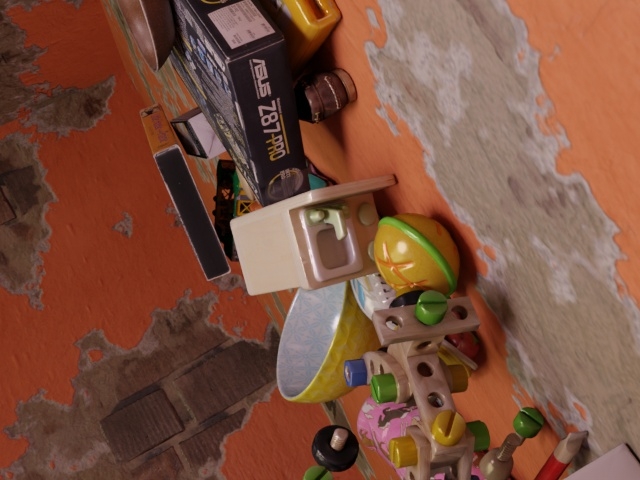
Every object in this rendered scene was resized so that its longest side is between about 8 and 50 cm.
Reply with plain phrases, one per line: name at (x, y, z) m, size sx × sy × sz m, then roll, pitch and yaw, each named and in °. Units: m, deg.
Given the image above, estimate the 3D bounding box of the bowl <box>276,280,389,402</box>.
bowl at (0.048, 0.174, 1.472) m, size 0.156 × 0.289 × 0.289 m, roll 20°, pitch 180°, yaw -17°

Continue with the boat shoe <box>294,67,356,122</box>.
boat shoe at (-0.013, -0.207, 1.164) m, size 0.073 × 0.073 × 0.207 m, roll 61°, pitch 170°, yaw -7°

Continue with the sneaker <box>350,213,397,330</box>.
sneaker at (0.091, 0.050, 1.261) m, size 0.228 × 0.087 × 0.092 m, roll 61°, pitch 166°, yaw -5°

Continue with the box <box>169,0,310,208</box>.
box at (-0.155, -0.283, 1.212) m, size 0.395 × 0.097 × 0.318 m, roll 56°, pitch 164°, yaw 33°

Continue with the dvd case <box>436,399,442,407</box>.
dvd case at (0.199, 0.241, 1.405) m, size 0.087 × 0.013 × 0.119 m, roll 53°, pitch 166°, yaw 38°

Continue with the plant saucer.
plant saucer at (-0.282, -0.404, 1.175) m, size 0.310 × 0.050 × 0.310 m, roll 61°, pitch 167°, yaw 24°

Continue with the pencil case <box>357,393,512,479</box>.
pencil case at (0.206, 0.398, 1.391) m, size 0.160 × 0.167 × 0.386 m, roll 26°, pitch -170°, yaw -32°

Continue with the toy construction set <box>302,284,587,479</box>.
toy construction set at (0.162, 0.191, 0.948) m, size 0.257 × 0.309 × 0.237 m, roll -75°, pitch 0°, yaw -47°

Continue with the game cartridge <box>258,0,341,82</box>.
game cartridge at (-0.096, -0.375, 1.139) m, size 0.285 × 0.053 × 0.324 m, roll 61°, pitch 164°, yaw -1°

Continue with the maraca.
maraca at (0.127, 0.031, 1.036) m, size 0.127 × 0.099 × 0.185 m, roll 41°, pitch 168°, yaw 29°

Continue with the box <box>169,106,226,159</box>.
box at (-0.204, -0.248, 1.652) m, size 0.087 × 0.169 × 0.290 m, roll 64°, pitch 167°, yaw -16°

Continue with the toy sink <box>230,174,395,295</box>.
toy sink at (0.000, 0.000, 1.155) m, size 0.234 × 0.153 × 0.131 m, roll -16°, pitch 89°, yaw 54°

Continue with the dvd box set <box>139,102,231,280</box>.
dvd box set at (-0.314, -0.124, 1.805) m, size 0.420 × 0.062 × 0.307 m, roll -127°, pitch 16°, yaw -63°

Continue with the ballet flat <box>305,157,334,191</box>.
ballet flat at (-0.026, -0.100, 1.472) m, size 0.079 × 0.077 × 0.221 m, roll 54°, pitch 173°, yaw -36°

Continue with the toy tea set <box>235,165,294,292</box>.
toy tea set at (-0.049, -0.025, 1.523) m, size 0.200 × 0.124 × 0.336 m, roll 77°, pitch 169°, yaw -52°

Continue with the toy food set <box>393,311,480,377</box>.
toy food set at (0.179, 0.139, 1.159) m, size 0.128 × 0.071 × 0.218 m, roll 36°, pitch 165°, yaw 8°

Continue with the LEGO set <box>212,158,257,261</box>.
LEGO set at (-0.127, -0.070, 1.833) m, size 0.331 × 0.192 × 0.254 m, roll -170°, pitch 82°, yaw -72°

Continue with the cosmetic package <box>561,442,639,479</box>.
cosmetic package at (0.214, 0.395, 0.829) m, size 0.197 × 0.366 × 0.155 m, roll 59°, pitch 166°, yaw 26°
